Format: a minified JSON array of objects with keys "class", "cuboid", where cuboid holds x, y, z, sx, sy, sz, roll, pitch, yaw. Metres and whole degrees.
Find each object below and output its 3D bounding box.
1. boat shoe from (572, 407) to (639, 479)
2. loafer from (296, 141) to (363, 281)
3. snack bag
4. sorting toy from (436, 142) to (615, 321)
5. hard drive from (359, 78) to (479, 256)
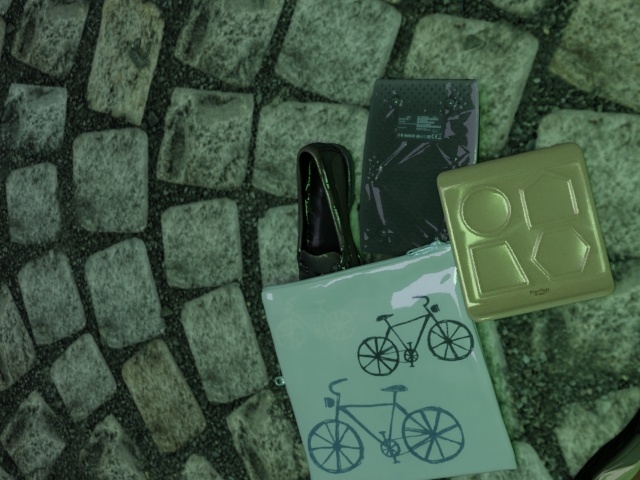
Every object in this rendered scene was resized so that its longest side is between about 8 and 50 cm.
[{"class":"boat shoe","cuboid":[0.431,0.251,0.851,0.120,0.122,0.324,39,117,17]},{"class":"loafer","cuboid":[0.000,0.000,1.085,0.109,0.095,0.303,-3,90,29]},{"class":"snack bag","cuboid":[0.085,0.193,1.037,0.323,0.037,0.343,-15,93,23]},{"class":"sorting toy","cuboid":[0.269,-0.011,0.942,0.193,0.038,0.208,-13,83,6]},{"class":"hard drive","cuboid":[0.146,-0.102,1.024,0.172,0.054,0.255,7,95,29]}]
